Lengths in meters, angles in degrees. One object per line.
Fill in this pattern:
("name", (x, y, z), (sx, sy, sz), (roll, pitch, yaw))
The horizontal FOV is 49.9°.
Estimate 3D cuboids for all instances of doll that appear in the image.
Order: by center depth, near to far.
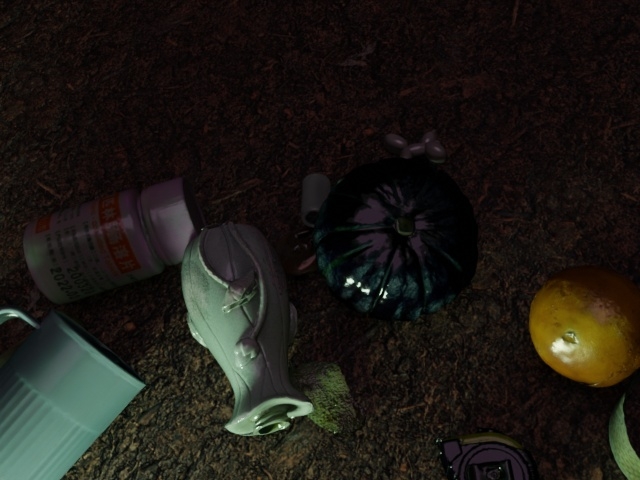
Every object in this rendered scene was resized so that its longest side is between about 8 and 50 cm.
("doll", (0.233, -0.215, 1.723), (0.160, 0.059, 0.161), (8, 63, 13))

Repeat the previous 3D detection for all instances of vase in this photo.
("vase", (-0.159, 0.189, 1.478), (0.250, 0.250, 0.445), (-19, 63, 0))

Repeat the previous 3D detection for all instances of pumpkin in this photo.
("pumpkin", (0.166, -0.001, 1.494), (0.364, 0.266, 0.363), (2, 72, -5))

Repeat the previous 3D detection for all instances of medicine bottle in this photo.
("medicine bottle", (-0.476, -0.002, 1.639), (0.389, 0.219, 0.219), (-17, 61, 0))

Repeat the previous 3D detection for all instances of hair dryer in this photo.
("hair dryer", (0.071, -0.090, 1.679), (0.237, 0.073, 0.131), (5, 46, -3))

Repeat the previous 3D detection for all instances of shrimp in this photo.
("shrimp", (-0.001, -0.001, 1.656), (0.251, 0.052, 0.143), (-24, 48, -12))

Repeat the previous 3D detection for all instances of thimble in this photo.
("thimble", (0.690, 0.356, 1.291), (0.271, 0.150, 0.270), (-4, 62, 7))

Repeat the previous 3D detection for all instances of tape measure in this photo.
("tape measure", (0.326, 0.455, 1.325), (0.186, 0.112, 0.199), (-10, 62, 2))

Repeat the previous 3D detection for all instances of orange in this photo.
("orange", (0.538, 0.165, 1.370), (0.240, 0.240, 0.239), (-4, 62, 8))

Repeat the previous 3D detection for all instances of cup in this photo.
("cup", (-0.585, 0.324, 1.429), (0.257, 0.331, 0.311), (26, 71, 43))

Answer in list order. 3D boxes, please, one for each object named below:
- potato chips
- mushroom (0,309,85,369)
("potato chips", (0.012, 0.329, 1.494), (0.209, 0.026, 0.142), (20, 71, 21))
("mushroom", (-0.691, 0.283, 1.608), (0.312, 0.081, 0.100), (-39, 60, -7))
